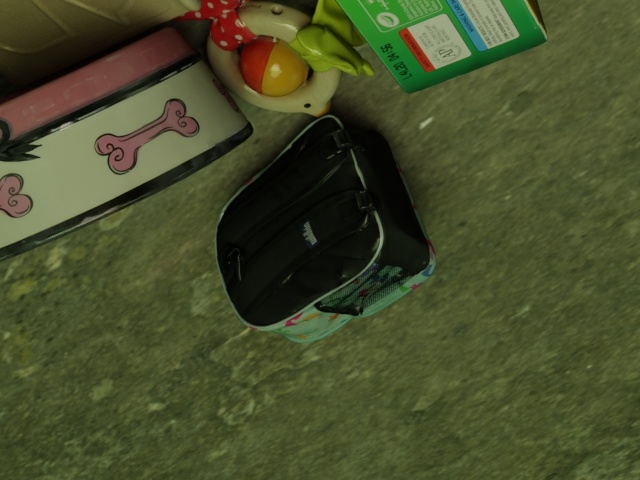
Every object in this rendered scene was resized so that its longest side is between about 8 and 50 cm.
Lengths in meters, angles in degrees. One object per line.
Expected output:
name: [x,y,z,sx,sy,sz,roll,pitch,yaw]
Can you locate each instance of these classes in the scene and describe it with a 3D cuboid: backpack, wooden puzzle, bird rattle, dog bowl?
backpack: [0.000,0.000,1.884,0.253,0.225,0.191,-35,148,24]
wooden puzzle: [-0.339,-0.328,1.698,0.347,0.080,0.322,-13,136,40]
bird rattle: [-0.062,-0.223,1.794,0.253,0.143,0.207,8,142,0]
dog bowl: [-0.288,-0.107,1.734,0.408,0.408,0.150,-20,101,16]

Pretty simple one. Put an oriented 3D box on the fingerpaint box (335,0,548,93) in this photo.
fingerpaint box: [0.032,-0.405,1.405,0.163,0.371,0.445,-20,152,16]
